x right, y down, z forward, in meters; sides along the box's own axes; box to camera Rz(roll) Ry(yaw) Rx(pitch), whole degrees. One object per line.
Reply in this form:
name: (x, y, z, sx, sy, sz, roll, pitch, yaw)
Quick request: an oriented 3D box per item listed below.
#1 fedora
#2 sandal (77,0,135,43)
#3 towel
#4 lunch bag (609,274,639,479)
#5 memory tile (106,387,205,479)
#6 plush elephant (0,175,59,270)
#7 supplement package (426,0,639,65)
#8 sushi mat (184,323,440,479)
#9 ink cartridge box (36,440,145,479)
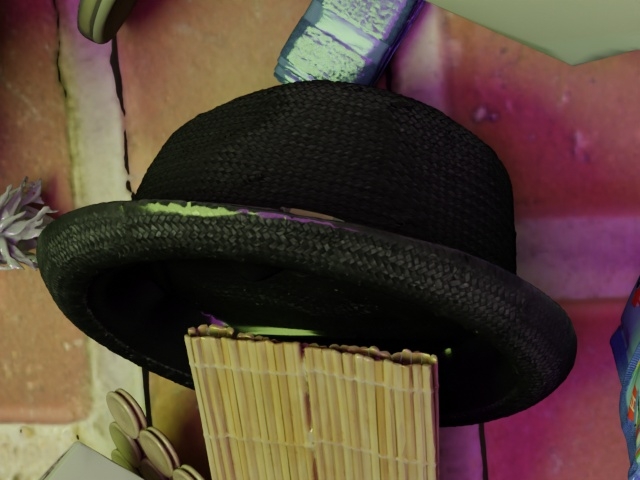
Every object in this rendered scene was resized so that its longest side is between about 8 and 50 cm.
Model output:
fedora: (0.000, 0.000, 0.955, 0.334, 0.334, 0.153, 6, 64, 17)
sandal: (-0.042, -0.219, 0.980, 0.302, 0.120, 0.086, -37, 100, 19)
towel: (0.022, -0.143, 1.013, 0.067, 0.029, 0.119, 34, 108, 10)
lunch bag: (0.248, 0.020, 0.827, 0.138, 0.293, 0.221, 28, 105, 11)
memory tile: (-0.109, 0.174, 1.056, 0.113, 0.012, 0.148, 44, 150, 26)
plush elephant: (-0.330, -0.107, 1.014, 0.329, 0.272, 0.256, 3, 115, -11)
supplement package: (0.117, -0.210, 0.832, 0.203, 0.194, 0.149, 21, 83, -16)
sushi mat: (0.004, 0.173, 0.986, 0.151, 0.019, 0.317, 8, 133, 15)
ink cartridge box: (-0.134, 0.252, 1.041, 0.153, 0.087, 0.208, 29, 141, 12)
